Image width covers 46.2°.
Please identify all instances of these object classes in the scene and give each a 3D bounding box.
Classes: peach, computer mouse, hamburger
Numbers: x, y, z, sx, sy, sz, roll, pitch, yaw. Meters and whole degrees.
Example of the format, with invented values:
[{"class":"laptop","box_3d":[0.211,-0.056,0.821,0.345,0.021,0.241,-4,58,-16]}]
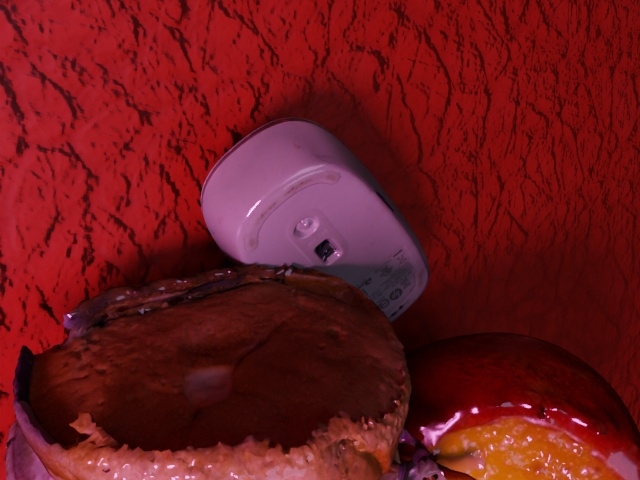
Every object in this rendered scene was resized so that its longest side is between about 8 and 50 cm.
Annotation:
[{"class":"peach","box_3d":[0.163,0.287,0.816,0.335,0.310,0.406,5,108,-5]},{"class":"computer mouse","box_3d":[-0.003,-0.004,0.742,0.159,0.097,0.288,-41,136,2]},{"class":"hamburger","box_3d":[-0.069,0.154,0.584,0.318,0.277,0.195,-5,119,-27]}]
